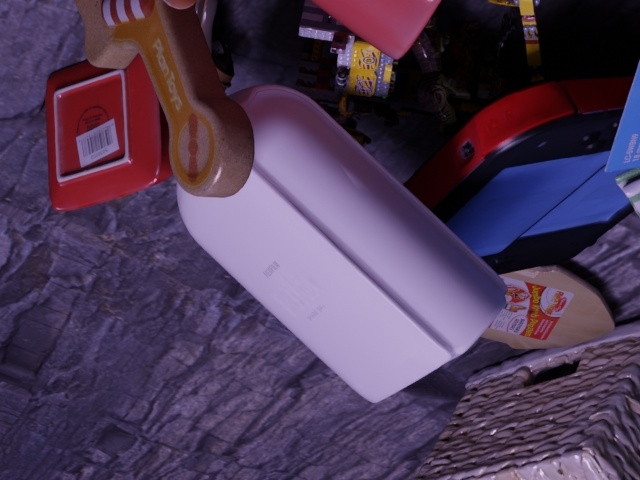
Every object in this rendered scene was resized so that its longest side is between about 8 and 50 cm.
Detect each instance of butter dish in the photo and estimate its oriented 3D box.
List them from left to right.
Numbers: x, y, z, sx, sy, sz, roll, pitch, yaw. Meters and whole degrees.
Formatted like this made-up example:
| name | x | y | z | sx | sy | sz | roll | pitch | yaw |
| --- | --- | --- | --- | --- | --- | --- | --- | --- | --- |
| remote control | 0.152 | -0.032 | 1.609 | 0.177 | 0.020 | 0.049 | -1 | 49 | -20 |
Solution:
| name | x | y | z | sx | sy | sz | roll | pitch | yaw |
| --- | --- | --- | --- | --- | --- | --- | --- | --- | --- |
| butter dish | -0.206 | -0.111 | 1.662 | 0.160 | 0.160 | 0.118 | -14 | 163 | 33 |

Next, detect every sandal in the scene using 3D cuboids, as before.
| name | x | y | z | sx | sy | sz | roll | pitch | yaw |
| --- | --- | --- | --- | --- | --- | --- | --- | --- | --- |
| sandal | -0.114 | -0.189 | 1.566 | 0.060 | 0.090 | 0.219 | -5 | 143 | -15 |

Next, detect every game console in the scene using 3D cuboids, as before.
| name | x | y | z | sx | sy | sz | roll | pitch | yaw |
| --- | --- | --- | --- | --- | --- | --- | --- | --- | --- |
| game console | 0.226 | -0.049 | 1.543 | 0.342 | 0.060 | 0.386 | -5 | 157 | -30 |

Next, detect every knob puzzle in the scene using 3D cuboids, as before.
| name | x | y | z | sx | sy | sz | roll | pitch | yaw |
| --- | --- | --- | --- | --- | --- | --- | --- | --- | --- |
| knob puzzle | 0.262 | 0.075 | 1.882 | 0.213 | 0.030 | 0.213 | 8 | 146 | 5 |

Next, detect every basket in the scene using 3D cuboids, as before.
| name | x | y | z | sx | sy | sz | roll | pitch | yaw |
| --- | --- | --- | --- | --- | --- | --- | --- | --- | --- |
| basket | 0.339 | 0.324 | 1.924 | 0.328 | 0.266 | 0.331 | -23 | 109 | 43 |

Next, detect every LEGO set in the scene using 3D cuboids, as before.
| name | x | y | z | sx | sy | sz | roll | pitch | yaw |
| --- | --- | --- | --- | --- | --- | --- | --- | --- | --- |
| LEGO set | 0.081 | -0.154 | 1.437 | 0.255 | 0.192 | 0.331 | 14 | 148 | -5 |

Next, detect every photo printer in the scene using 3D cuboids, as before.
| name | x | y | z | sx | sy | sz | roll | pitch | yaw |
| --- | --- | --- | --- | --- | --- | --- | --- | --- | --- |
| photo printer | 0.000 | 0.000 | 1.419 | 0.307 | 0.107 | 0.256 | 44 | 158 | -1 |

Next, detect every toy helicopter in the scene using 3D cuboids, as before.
| name | x | y | z | sx | sy | sz | roll | pitch | yaw |
| --- | --- | --- | --- | --- | --- | --- | --- | --- | --- |
| toy helicopter | -0.125 | -0.202 | 1.314 | 0.140 | 0.355 | 0.235 | -1 | 150 | -42 |

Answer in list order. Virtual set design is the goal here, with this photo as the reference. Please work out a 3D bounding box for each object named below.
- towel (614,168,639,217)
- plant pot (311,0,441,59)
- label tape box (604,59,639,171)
| name | x | y | z | sx | sy | sz | roll | pitch | yaw |
| --- | --- | --- | --- | --- | --- | --- | --- | --- | --- |
| towel | 0.461 | -0.026 | 1.572 | 0.248 | 0.038 | 0.325 | -29 | 138 | 15 |
| plant pot | 0.015 | -0.310 | 1.179 | 0.243 | 0.275 | 0.275 | 27 | 146 | -4 |
| label tape box | 0.436 | -0.124 | 1.324 | 0.333 | 0.106 | 0.241 | -11 | 144 | -12 |
